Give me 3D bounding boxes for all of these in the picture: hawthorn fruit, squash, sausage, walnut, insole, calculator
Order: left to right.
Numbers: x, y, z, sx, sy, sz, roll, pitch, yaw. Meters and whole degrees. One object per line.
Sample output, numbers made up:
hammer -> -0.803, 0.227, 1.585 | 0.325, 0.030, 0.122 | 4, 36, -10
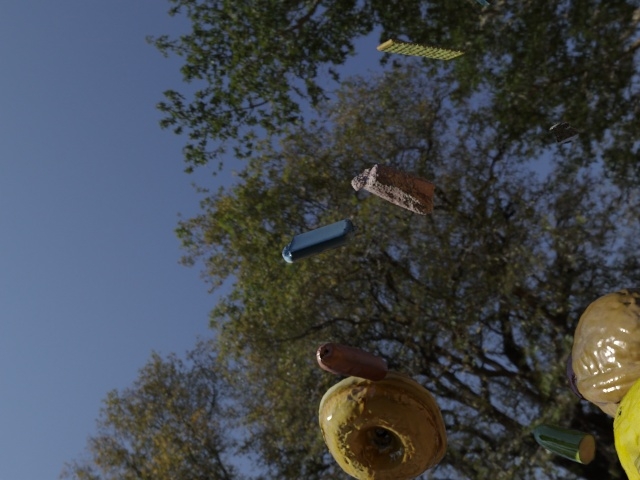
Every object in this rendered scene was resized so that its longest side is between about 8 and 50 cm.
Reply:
calculator -> 0.000, 0.000, 1.462 | 0.210, 0.121, 0.039 | -19, -70, 12
sausage -> 0.104, 0.347, 1.612 | 0.087, 0.088, 0.433 | -62, -31, -3
squash -> 0.754, 0.633, 1.797 | 0.095, 0.188, 0.095 | 1, -93, -35
insole -> 0.695, -0.305, 1.626 | 0.193, 0.065, 0.006 | 9, -119, -54
hawthorn fruit -> 0.798, 0.384, 1.647 | 0.173, 0.173, 0.172 | -17, -62, -35
walnut -> 0.670, 0.242, 1.156 | 0.333, 0.333, 0.332 | -17, -62, -35

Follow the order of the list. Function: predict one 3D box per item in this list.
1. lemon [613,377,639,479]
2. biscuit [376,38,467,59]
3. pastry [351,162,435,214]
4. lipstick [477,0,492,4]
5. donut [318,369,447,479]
lemon -> 0.534, 0.262, 0.733 | 0.322, 0.268, 0.268 | 3, -75, -34
biscuit -> 0.292, -0.553, 1.662 | 0.232, 0.139, 0.016 | 3, -82, -13
pastry -> 0.226, -0.167, 1.738 | 0.112, 0.265, 0.102 | 98, -170, -46
lipstick -> 0.296, -0.675, 1.360 | 0.312, 0.051, 0.051 | 29, -73, -20
donut -> 0.206, 0.617, 1.891 | 0.198, 0.449, 0.448 | -67, -25, -62
